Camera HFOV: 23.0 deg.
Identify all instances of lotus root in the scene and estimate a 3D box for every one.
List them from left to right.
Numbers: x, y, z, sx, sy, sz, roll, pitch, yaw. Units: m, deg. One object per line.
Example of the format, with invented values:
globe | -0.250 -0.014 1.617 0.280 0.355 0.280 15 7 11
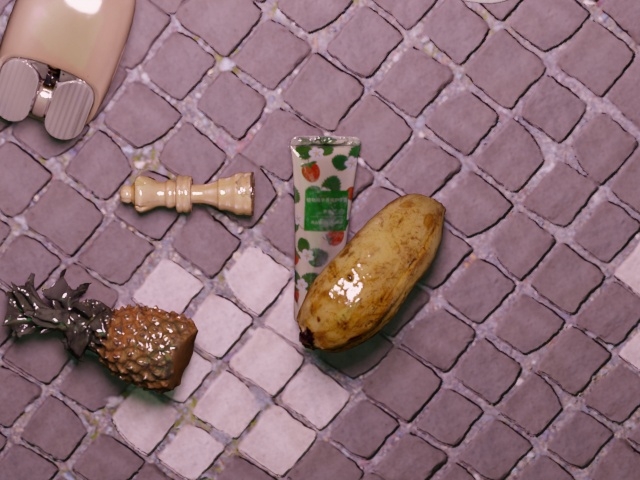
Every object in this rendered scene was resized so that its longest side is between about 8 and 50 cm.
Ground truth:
lotus root | 0.067 0.041 2.004 0.258 0.097 0.110 -50 123 -13

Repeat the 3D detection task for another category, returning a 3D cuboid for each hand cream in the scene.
hand cream | 0.000 0.000 2.042 0.095 0.059 0.276 -1 104 -13

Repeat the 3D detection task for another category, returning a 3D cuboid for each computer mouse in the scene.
computer mouse | -0.315 -0.245 1.933 0.145 0.082 0.236 22 103 -11

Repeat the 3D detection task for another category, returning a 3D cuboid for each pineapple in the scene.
pineapple | -0.289 0.113 2.039 0.251 0.125 0.125 17 105 2

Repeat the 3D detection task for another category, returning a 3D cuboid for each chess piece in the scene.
chess piece | -0.170 -0.059 2.014 0.172 0.060 0.060 0 107 -1

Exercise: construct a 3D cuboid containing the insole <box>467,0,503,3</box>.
insole | 0.246 -0.333 1.982 0.197 0.004 0.065 -3 107 -3
